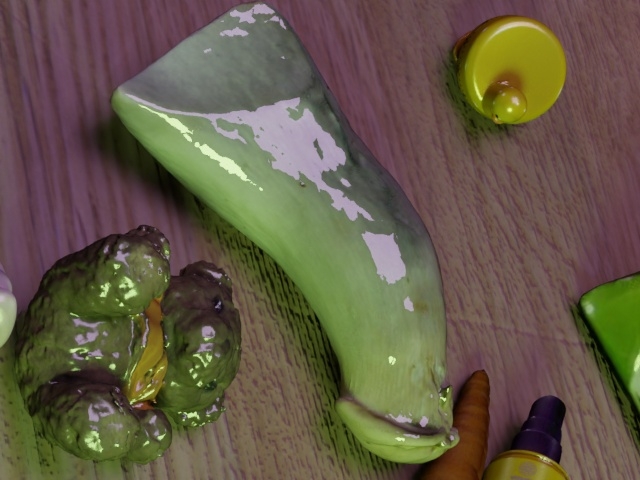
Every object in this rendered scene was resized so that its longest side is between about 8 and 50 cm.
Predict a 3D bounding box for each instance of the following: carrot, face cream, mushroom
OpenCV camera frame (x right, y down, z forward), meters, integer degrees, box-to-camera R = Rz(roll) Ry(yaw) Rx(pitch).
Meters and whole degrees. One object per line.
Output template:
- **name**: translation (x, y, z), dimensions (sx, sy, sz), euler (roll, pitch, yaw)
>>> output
- **carrot**: translation (0.098, 0.222, 1.545), dimensions (0.069, 0.069, 0.336), euler (41, 40, -11)
- **face cream**: translation (0.162, 0.239, 1.566), dimensions (0.078, 0.078, 0.273), euler (36, 47, -16)
- **mushroom**: translation (0.000, 0.001, 1.554), dimensions (0.177, 0.126, 0.397), euler (-39, 92, -35)

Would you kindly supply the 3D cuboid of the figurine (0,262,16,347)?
- **figurine**: translation (-0.273, 0.073, 1.301), dimensions (0.112, 0.137, 0.229), euler (40, 40, -59)

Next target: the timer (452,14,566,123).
- **timer**: translation (0.185, -0.162, 1.806), dimensions (0.107, 0.109, 0.107), euler (-3, 102, -15)

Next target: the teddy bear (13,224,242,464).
- **teddy bear**: translation (-0.136, 0.077, 1.406), dimensions (0.190, 0.140, 0.177), euler (7, 87, -44)

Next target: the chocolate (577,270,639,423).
- **chocolate**: translation (0.434, 0.133, 1.804), dimensions (0.301, 0.137, 0.288), euler (-13, 73, -42)
